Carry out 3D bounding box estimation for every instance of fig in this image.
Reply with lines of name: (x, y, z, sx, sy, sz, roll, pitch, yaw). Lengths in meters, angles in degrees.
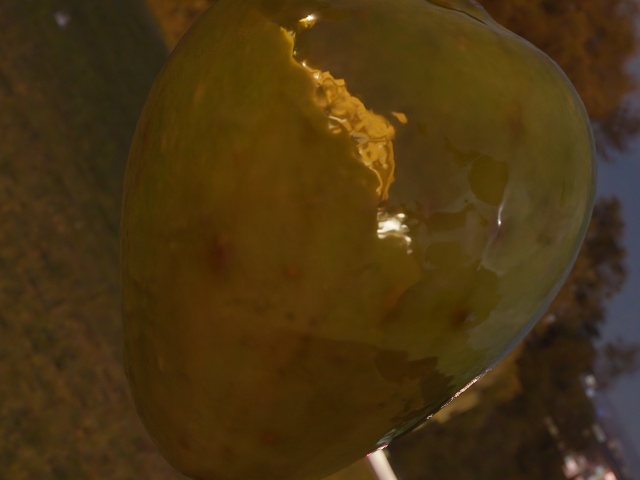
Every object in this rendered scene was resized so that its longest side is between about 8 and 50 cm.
fig: (0.000, 0.000, 1.030, 0.258, 0.326, 0.258, 30, 15, -9)
